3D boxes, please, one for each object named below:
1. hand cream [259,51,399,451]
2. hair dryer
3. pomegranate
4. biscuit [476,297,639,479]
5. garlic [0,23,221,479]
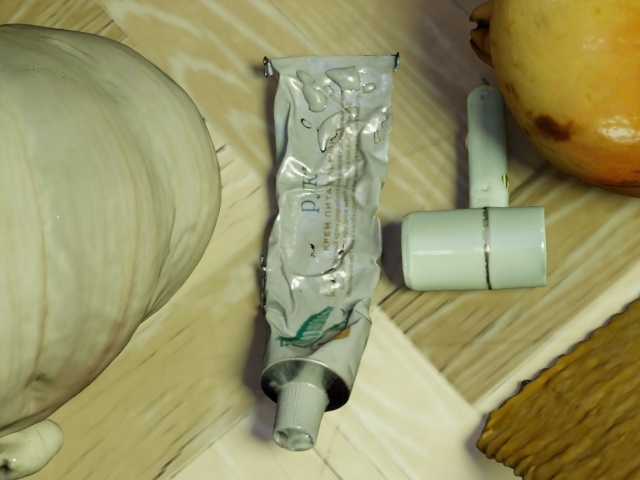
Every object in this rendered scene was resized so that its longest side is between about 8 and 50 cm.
[{"bbox_3d":[0.000,0.002,0.921,0.084,0.050,0.257,0,62,7],"label":"hand cream"},{"bbox_3d":[0.090,-0.035,0.926,0.082,0.047,0.137,-1,62,9],"label":"hair dryer"},{"bbox_3d":[0.188,-0.126,0.860,0.209,0.209,0.209,-3,68,7],"label":"pomegranate"},{"bbox_3d":[0.204,0.058,0.794,0.237,0.232,0.013,-38,107,-7],"label":"biscuit"},{"bbox_3d":[-0.214,-0.011,0.827,0.322,0.322,0.241,19,97,15],"label":"garlic"}]
